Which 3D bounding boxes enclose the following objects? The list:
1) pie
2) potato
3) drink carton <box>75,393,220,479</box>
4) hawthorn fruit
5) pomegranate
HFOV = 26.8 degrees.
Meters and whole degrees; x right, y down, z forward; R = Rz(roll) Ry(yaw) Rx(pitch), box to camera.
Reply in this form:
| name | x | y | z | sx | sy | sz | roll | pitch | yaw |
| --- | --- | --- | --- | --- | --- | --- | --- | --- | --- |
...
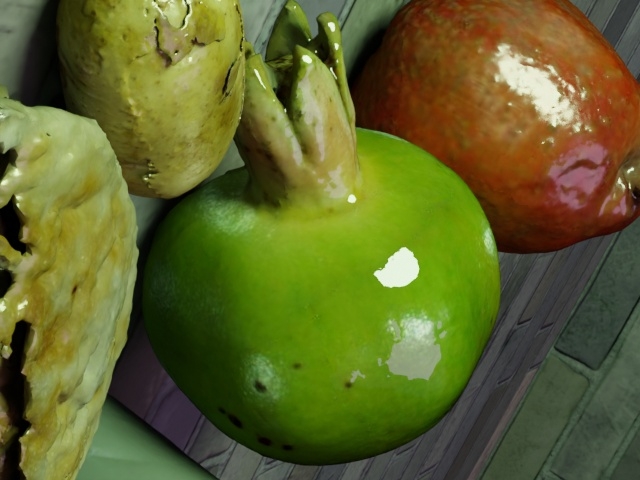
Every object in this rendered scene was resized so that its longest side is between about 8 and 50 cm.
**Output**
| name | x | y | z | sx | sy | sz | roll | pitch | yaw |
| --- | --- | --- | --- | --- | --- | --- | --- | --- | --- |
| pie | -0.194 | 0.074 | 0.624 | 0.339 | 0.077 | 0.339 | -42 | 144 | -40 |
| potato | -0.085 | -0.091 | 0.699 | 0.107 | 0.080 | 0.170 | -31 | 151 | -28 |
| drink carton | -0.127 | 0.205 | 0.872 | 0.191 | 0.189 | 0.185 | -59 | 161 | 5 |
| hawthorn fruit | 0.155 | -0.080 | 1.011 | 0.210 | 0.262 | 0.210 | -48 | 161 | -22 |
| pomegranate | 0.000 | 0.000 | 0.857 | 0.236 | 0.236 | 0.302 | -42 | 143 | -37 |
